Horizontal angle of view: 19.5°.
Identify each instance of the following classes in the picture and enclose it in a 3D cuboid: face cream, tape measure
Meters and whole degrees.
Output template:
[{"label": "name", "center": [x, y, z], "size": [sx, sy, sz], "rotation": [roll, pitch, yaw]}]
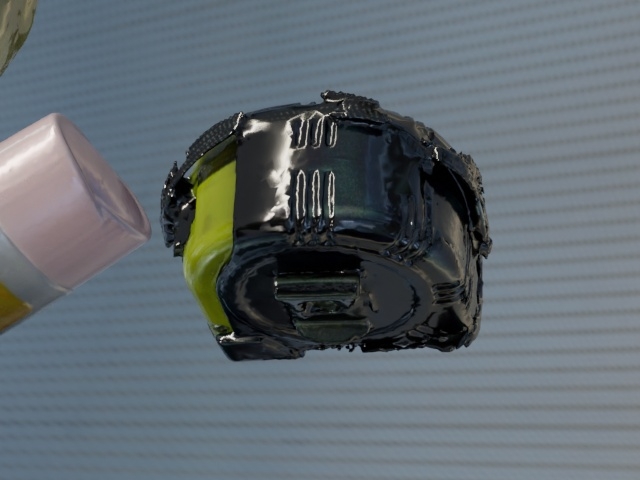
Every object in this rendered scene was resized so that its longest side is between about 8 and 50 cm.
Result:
[{"label": "face cream", "center": [-0.179, 0.021, 0.858], "size": [0.198, 0.084, 0.057], "rotation": [-31, 39, 11]}, {"label": "tape measure", "center": [0.000, 0.000, 1.104], "size": [0.199, 0.186, 0.112], "rotation": [-5, 59, 10]}]

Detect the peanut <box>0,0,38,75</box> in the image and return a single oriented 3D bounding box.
[{"label": "peanut", "center": [-0.237, -0.131, 0.594], "size": [0.152, 0.313, 0.152], "rotation": [-27, 52, 40]}]
